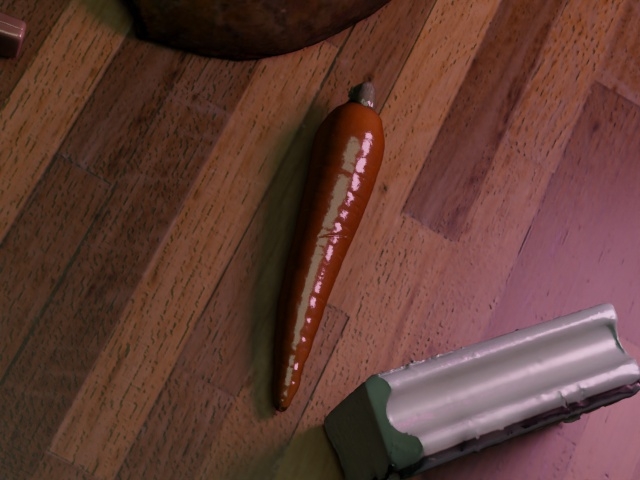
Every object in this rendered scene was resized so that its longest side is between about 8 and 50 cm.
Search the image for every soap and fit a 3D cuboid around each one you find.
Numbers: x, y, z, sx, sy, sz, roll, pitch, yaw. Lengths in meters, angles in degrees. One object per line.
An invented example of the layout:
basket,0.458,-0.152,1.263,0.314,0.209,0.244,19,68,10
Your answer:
soap,0.145,0.141,1.478,0.261,0.150,0.094,-16,79,-24

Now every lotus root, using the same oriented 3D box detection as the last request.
lotus root,-0.043,-0.300,1.590,0.314,0.142,0.210,-24,80,-23

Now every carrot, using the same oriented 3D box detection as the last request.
carrot,0.000,0.000,1.540,0.069,0.069,0.336,20,71,-10

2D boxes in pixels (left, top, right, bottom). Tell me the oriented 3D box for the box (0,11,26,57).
box,-0.327,-0.199,1.508,0.115,0.048,0.025,19,61,-12
